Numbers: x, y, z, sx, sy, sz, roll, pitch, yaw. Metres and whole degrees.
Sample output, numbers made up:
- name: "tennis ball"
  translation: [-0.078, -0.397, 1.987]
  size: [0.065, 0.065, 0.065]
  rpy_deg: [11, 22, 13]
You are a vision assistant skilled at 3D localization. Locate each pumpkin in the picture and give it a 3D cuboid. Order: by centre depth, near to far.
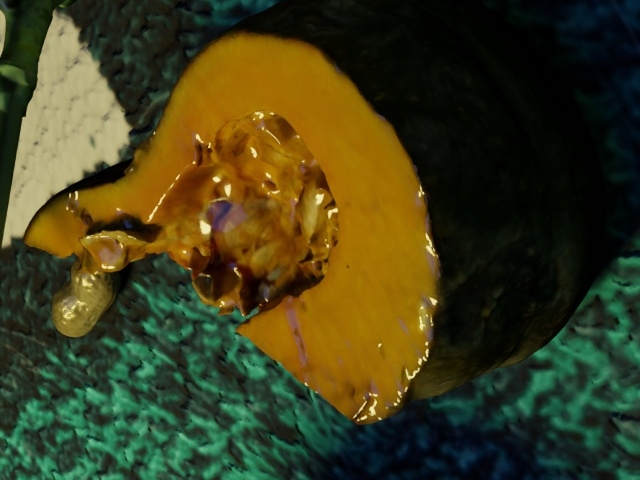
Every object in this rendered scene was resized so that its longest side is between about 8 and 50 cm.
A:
- name: "pumpkin"
  translation: [0.001, 0.000, 0.712]
  size: [0.280, 0.139, 0.190]
  rpy_deg: [-34, 83, 47]

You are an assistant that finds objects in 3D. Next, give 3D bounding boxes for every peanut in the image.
- name: "peanut"
  translation: [-0.146, 0.032, 0.935]
  size: [0.037, 0.037, 0.083]
  rpy_deg: [48, 135, 16]

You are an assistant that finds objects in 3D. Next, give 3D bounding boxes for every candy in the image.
- name: "candy"
  translation: [-0.162, -0.076, 0.774]
  size: [0.091, 0.083, 0.305]
  rpy_deg: [-10, 66, 38]
